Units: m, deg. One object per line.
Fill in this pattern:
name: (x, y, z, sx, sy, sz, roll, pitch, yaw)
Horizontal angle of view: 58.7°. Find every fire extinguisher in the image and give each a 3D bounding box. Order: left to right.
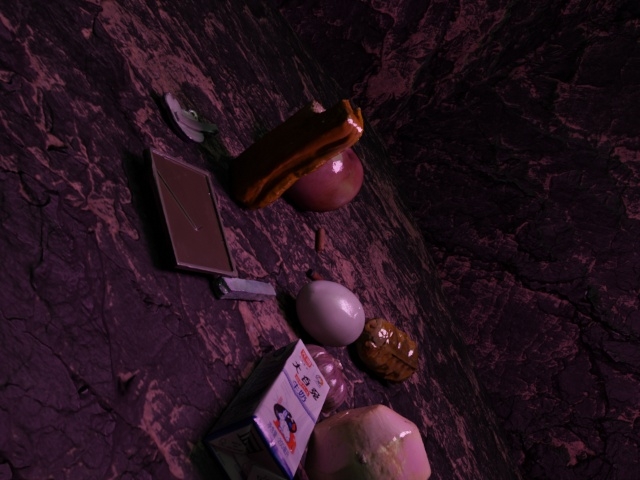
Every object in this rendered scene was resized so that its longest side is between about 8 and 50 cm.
fire extinguisher: (-0.008, 0.110, 1.645, 0.028, 0.022, 0.083, 29, -9, 43)

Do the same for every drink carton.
drink carton: (-0.081, 0.311, 1.047, 0.130, 0.107, 0.315, 61, 18, -6)

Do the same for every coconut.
coconut: (0.092, 0.421, 1.042, 0.236, 0.237, 0.197, 64, -25, 4)

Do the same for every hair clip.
hair clip: (-0.312, -0.283, 1.365, 0.172, 0.049, 0.116, 13, 47, -63)

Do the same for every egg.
egg: (0.023, 0.181, 1.430, 0.209, 0.151, 0.151, 46, 25, -35)

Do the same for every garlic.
garlic: (0.001, 0.298, 1.266, 0.159, 0.102, 0.147, 58, -2, 18)

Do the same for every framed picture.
framed picture: (-0.254, -0.052, 1.139, 0.189, 0.023, 0.259, 18, 48, -60)

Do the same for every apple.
apple: (-0.010, -0.234, 1.792, 0.305, 0.235, 0.305, 50, 21, -27)

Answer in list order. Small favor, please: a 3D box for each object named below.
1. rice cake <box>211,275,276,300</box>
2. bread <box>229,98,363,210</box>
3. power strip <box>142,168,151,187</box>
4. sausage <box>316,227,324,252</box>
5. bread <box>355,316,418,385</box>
rice cake: (-0.160, 0.108, 1.237, 0.043, 0.034, 0.211, 60, 17, 21)
bread: (-0.063, -0.229, 1.424, 0.109, 0.381, 0.185, 39, 30, -37)
power strip: (-0.294, -0.091, 1.170, 0.169, 0.028, 0.076, 49, 22, -29)
sausage: (0.000, 0.000, 1.822, 0.026, 0.026, 0.116, 52, 22, -28)
bread: (0.195, 0.326, 1.698, 0.268, 0.130, 0.152, 41, 60, -45)
